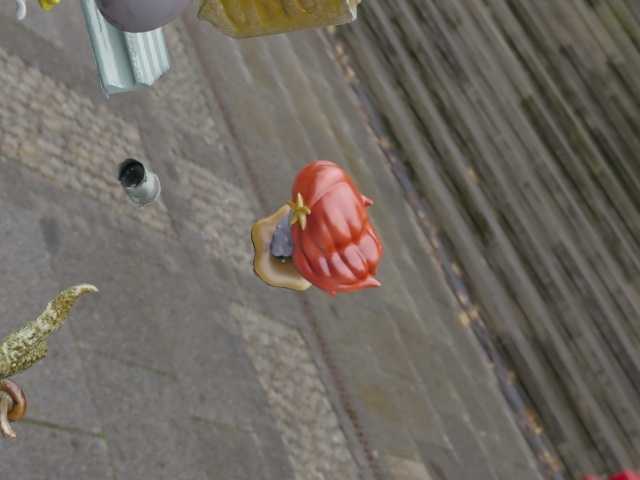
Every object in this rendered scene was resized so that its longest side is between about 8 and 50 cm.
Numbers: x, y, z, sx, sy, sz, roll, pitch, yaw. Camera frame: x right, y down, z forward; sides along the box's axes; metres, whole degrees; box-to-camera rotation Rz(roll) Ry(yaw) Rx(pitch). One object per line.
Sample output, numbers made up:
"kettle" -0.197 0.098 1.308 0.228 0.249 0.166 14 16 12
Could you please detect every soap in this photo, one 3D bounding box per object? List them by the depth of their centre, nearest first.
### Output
"soap" -0.324 -0.369 1.769 0.150 0.094 0.262 -65 149 -65
"soap" -0.080 -0.411 1.770 0.160 0.257 0.080 64 27 -46

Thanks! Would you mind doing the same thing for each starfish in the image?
"starfish" -0.511 0.182 1.627 0.357 0.347 0.078 -23 84 -32

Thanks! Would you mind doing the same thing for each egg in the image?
"egg" -0.230 -0.360 1.451 0.146 0.198 0.146 18 51 -25

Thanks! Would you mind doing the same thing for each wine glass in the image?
"wine glass" -0.191 -0.059 1.137 0.039 0.042 0.083 58 -3 6

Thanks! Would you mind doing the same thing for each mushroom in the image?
"mushroom" -0.598 0.325 2.095 0.130 0.088 0.073 66 10 27

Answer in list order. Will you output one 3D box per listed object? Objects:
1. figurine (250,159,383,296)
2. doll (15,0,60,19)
"figurine" 0.005 -0.007 1.819 0.257 0.180 0.208 146 -56 -67
"doll" -0.566 -0.510 2.142 0.113 0.071 0.135 -34 123 -34
